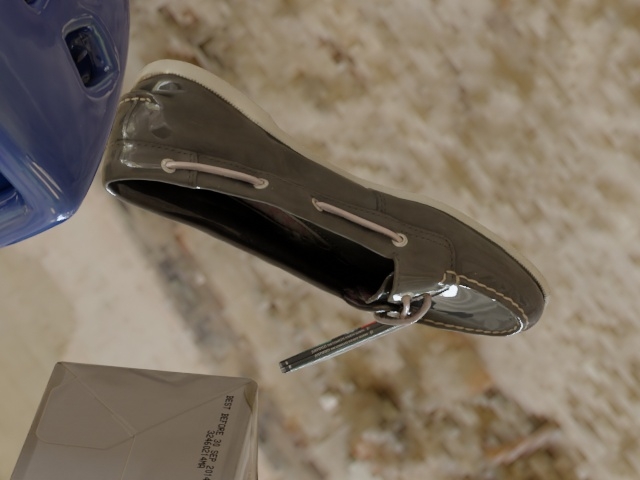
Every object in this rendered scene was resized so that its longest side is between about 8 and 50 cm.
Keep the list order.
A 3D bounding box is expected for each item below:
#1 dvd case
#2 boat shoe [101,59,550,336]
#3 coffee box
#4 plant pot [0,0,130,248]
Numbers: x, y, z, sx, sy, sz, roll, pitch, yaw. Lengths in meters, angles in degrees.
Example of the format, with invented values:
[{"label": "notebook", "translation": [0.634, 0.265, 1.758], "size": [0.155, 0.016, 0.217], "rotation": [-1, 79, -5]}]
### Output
[{"label": "dvd case", "translation": [0.033, 0.081, 1.633], "size": [0.087, 0.119, 0.013], "rotation": [-10, -102, -67]}, {"label": "boat shoe", "translation": [0.000, 0.000, 1.334], "size": [0.335, 0.095, 0.112], "rotation": [29, 148, -12]}, {"label": "coffee box", "translation": [-0.103, 0.236, 1.065], "size": [0.168, 0.119, 0.297], "rotation": [-77, -10, -56]}, {"label": "plant pot", "translation": [-0.217, -0.132, 0.853], "size": [0.236, 0.212, 0.236], "rotation": [-16, 127, 37]}]
